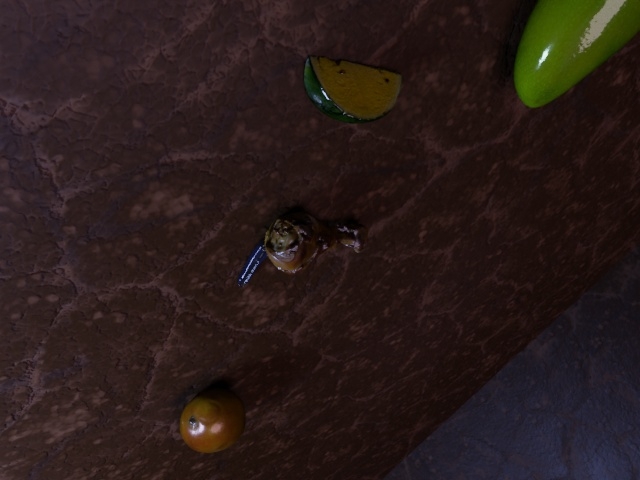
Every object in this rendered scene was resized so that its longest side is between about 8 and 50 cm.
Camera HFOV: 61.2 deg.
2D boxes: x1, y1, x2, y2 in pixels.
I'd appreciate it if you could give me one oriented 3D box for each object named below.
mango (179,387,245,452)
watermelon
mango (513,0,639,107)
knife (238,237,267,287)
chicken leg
[{"bbox_3d":[-0.245,0.423,1.254,0.151,0.120,0.221,-24,149,-19],"label":"mango"},{"bbox_3d":[0.056,-0.222,0.842,0.181,0.075,0.092,-1,127,-37],"label":"watermelon"},{"bbox_3d":[0.457,-0.384,0.930,0.192,0.156,0.343,8,129,-33],"label":"mango"},{"bbox_3d":[-0.125,0.042,1.028,0.031,0.018,0.121,11,124,-43],"label":"knife"},{"bbox_3d":[-0.002,-0.002,1.028,0.251,0.087,0.107,-5,115,-46],"label":"chicken leg"}]
